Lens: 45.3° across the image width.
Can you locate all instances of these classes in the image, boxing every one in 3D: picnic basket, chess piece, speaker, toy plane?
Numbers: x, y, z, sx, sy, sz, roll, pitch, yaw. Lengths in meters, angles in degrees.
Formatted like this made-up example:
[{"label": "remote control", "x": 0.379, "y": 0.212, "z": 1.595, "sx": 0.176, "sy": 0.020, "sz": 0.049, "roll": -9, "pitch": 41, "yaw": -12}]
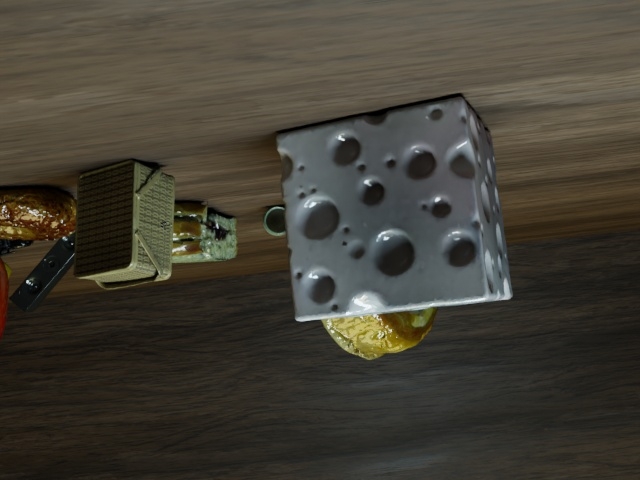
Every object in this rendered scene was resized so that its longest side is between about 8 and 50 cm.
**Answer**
[{"label": "picnic basket", "x": -0.266, "y": -0.021, "z": 1.040, "sx": 0.115, "sy": 0.164, "sz": 0.079, "roll": -11, "pitch": 164, "yaw": 31}, {"label": "chess piece", "x": -0.094, "y": -0.038, "z": 1.578, "sx": 0.059, "sy": 0.059, "sz": 0.149, "roll": -5, "pitch": 180, "yaw": -9}, {"label": "speaker", "x": -0.482, "y": 0.045, "z": 1.397, "sx": 0.040, "sy": 0.191, "sz": 0.046, "roll": 38, "pitch": 175, "yaw": 3}, {"label": "toy plane", "x": -0.608, "y": 0.008, "z": 1.456, "sx": 0.197, "sy": 0.053, "sz": 0.078, "roll": -13, "pitch": -179, "yaw": 19}]

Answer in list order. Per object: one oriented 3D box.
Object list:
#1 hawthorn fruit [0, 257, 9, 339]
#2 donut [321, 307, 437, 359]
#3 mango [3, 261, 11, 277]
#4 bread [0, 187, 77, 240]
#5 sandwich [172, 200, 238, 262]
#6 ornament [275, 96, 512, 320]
[{"label": "hawthorn fruit", "x": -0.676, "y": 0.143, "z": 1.310, "sx": 0.287, "sy": 0.330, "sz": 0.287, "roll": -9, "pitch": 162, "yaw": -3}, {"label": "donut", "x": 0.108, "y": 0.052, "z": 1.437, "sx": 0.160, "sy": 0.330, "sz": 0.330, "roll": -18, "pitch": 168, "yaw": 32}, {"label": "mango", "x": -0.877, "y": 0.110, "z": 1.752, "sx": 0.331, "sy": 0.142, "sz": 0.195, "roll": -19, "pitch": 173, "yaw": 30}, {"label": "bread", "x": -0.452, "y": -0.036, "z": 1.159, "sx": 0.193, "sy": 0.064, "sz": 0.193, "roll": -3, "pitch": 172, "yaw": 0}, {"label": "sandwich", "x": -0.244, "y": -0.007, "z": 1.463, "sx": 0.288, "sy": 0.100, "sz": 0.254, "roll": -1, "pitch": 172, "yaw": -37}, {"label": "ornament", "x": 0.104, "y": -0.027, "z": 1.005, "sx": 0.239, "sy": 0.240, "sz": 0.240, "roll": -8, "pitch": 174, "yaw": 20}]
